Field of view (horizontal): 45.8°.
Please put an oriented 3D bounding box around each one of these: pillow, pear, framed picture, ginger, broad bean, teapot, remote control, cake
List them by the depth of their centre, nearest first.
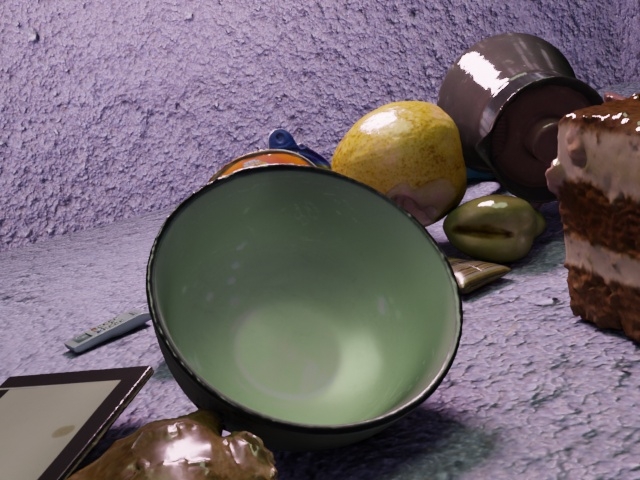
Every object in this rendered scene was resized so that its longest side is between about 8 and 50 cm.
[{"bbox_3d":[-0.117,0.248,0.645,0.219,0.123,0.270,-35,30,-28],"label":"ginger"},{"bbox_3d":[0.461,-0.036,0.926,0.255,0.290,0.282,-17,17,-13],"label":"cake"},{"bbox_3d":[-0.398,0.267,0.955,0.265,0.016,0.347,-8,22,21],"label":"framed picture"},{"bbox_3d":[0.221,0.054,1.312,0.113,0.038,0.203,-19,14,-29],"label":"pillow"},{"bbox_3d":[0.323,-0.025,1.413,0.189,0.121,0.263,0,4,15],"label":"broad bean"},{"bbox_3d":[-0.400,0.172,1.440,0.162,0.029,0.061,-27,16,-31],"label":"remote control"},{"bbox_3d":[0.156,-0.143,1.488,0.271,0.271,0.271,-12,13,3],"label":"pear"},{"bbox_3d":[0.440,-0.241,1.509,0.376,0.306,0.362,-6,25,-2],"label":"teapot"}]

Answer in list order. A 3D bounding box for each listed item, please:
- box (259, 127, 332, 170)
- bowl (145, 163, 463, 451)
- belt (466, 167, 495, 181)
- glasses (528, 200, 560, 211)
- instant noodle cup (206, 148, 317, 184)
[{"bbox_3d":[-0.110,-0.106,1.829,0.262,0.291,0.206,-24,7,-30],"label":"box"},{"bbox_3d":[-0.030,0.098,0.897,0.353,0.354,0.185,-20,-29,-28],"label":"bowl"},{"bbox_3d":[0.324,-0.222,1.957,0.436,0.173,0.300,-12,6,-37],"label":"belt"},{"bbox_3d":[0.480,-0.085,1.613,0.162,0.095,0.255,-38,7,17],"label":"glasses"},{"bbox_3d":[-0.069,-0.007,1.384,0.296,0.296,0.214,-17,23,-16],"label":"instant noodle cup"}]
